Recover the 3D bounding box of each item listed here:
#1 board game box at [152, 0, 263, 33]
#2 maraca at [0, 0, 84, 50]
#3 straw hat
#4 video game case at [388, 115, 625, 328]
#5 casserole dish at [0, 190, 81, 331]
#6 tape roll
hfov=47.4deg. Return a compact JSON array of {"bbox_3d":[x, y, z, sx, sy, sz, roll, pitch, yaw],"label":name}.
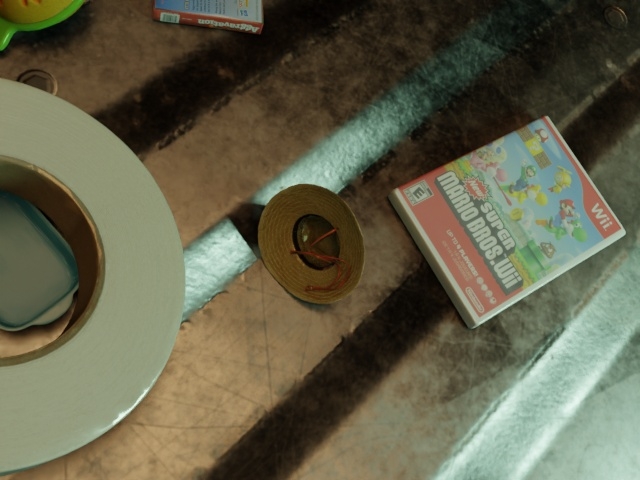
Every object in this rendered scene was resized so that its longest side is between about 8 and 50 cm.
[{"bbox_3d":[-0.153,-0.418,1.004,0.145,0.027,0.281,4,69,-17],"label":"board game box"},{"bbox_3d":[-0.353,-0.305,0.869,0.185,0.099,0.127,-32,78,2],"label":"maraca"},{"bbox_3d":[0.000,0.000,0.870,0.144,0.144,0.061,53,27,7],"label":"straw hat"},{"bbox_3d":[0.256,-0.034,0.982,0.285,0.025,0.204,-26,79,-24],"label":"video game case"},{"bbox_3d":[-0.340,0.016,0.782,0.114,0.037,0.188,-41,86,-25],"label":"casserole dish"},{"bbox_3d":[-0.318,0.026,0.692,0.392,0.072,0.392,16,60,-30],"label":"tape roll"}]
